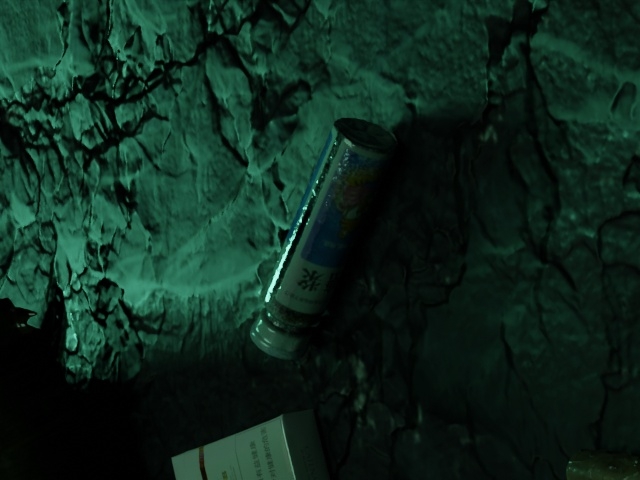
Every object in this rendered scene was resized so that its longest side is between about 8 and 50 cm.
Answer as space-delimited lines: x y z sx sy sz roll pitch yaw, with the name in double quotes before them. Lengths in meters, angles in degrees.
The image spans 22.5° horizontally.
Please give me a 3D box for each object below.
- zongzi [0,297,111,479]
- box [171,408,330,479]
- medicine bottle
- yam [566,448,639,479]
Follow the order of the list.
"zongzi" -0.313 0.272 1.494 0.403 0.207 0.432 64 155 7
"box" -0.055 0.193 1.271 0.154 0.040 0.084 -27 75 47
"medicine bottle" 0.000 0.000 1.188 0.051 0.051 0.191 46 125 36
"yam" 0.213 0.144 0.973 0.145 0.032 0.032 -5 88 49
